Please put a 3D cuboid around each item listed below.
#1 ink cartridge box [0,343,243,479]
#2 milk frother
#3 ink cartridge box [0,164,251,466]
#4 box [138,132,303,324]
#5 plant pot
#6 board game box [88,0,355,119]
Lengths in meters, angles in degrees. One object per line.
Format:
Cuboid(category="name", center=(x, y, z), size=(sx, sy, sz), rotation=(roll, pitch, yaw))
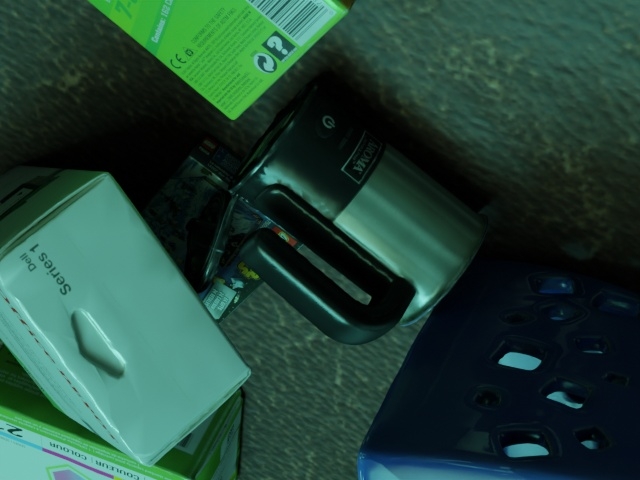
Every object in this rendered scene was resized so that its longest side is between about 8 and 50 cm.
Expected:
Cuboid(category="ink cartridge box", center=(-0.170, 0.199, 1.180), size=(0.189, 0.097, 0.255), rotation=(19, 137, 11))
Cuboid(category="milk frother", center=(0.000, 0.000, 0.878), size=(0.135, 0.129, 0.143), rotation=(39, 159, -10))
Cuboid(category="ink cartridge box", center=(-0.155, 0.040, 0.932), size=(0.160, 0.092, 0.219), rotation=(56, 161, -18))
Cuboid(category="box", center=(-0.074, -0.003, 0.975), size=(0.094, 0.027, 0.137), rotation=(38, 138, -9))
Cuboid(category="plant pot", center=(0.164, 0.161, 0.830), size=(0.212, 0.236, 0.236), rotation=(1, 115, 20))
Cuboid(category="board game box", center=(-0.112, -0.185, 0.806), size=(0.259, 0.039, 0.124), rotation=(37, 138, -14))
